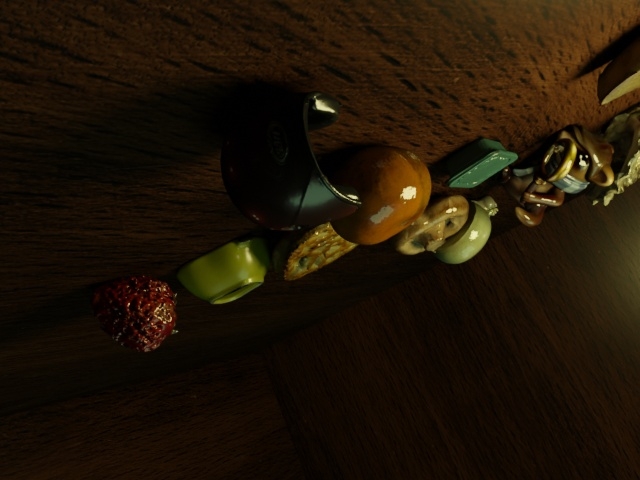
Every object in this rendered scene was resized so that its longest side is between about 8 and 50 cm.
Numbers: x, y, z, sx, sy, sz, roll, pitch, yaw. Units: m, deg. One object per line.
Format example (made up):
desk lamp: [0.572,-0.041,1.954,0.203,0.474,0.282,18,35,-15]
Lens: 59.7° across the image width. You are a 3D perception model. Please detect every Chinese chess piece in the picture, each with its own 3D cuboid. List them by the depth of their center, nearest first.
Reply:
Chinese chess piece: [0.474,-0.030,1.897,0.092,0.238,0.238,37,133,-21]

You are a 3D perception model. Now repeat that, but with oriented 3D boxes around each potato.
potato: [0.673,-0.379,1.129,0.243,0.098,0.138,-22,164,24]

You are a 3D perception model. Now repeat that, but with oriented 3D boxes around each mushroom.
mushroom: [0.342,-0.048,1.760,0.278,0.146,0.278,-20,159,-8]

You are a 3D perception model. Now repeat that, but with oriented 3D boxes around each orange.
orange: [0.114,-0.097,1.148,0.240,0.171,0.240,-28,165,-8]

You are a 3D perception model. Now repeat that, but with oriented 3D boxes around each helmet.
helmet: [-0.046,-0.110,0.806,0.193,0.189,0.216,-10,168,-11]

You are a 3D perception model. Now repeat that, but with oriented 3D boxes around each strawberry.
strawberry: [-0.427,0.157,1.285,0.201,0.187,0.184,29,132,-23]

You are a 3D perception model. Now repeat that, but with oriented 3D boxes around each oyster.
oyster: [0.909,-0.254,1.686,0.114,0.238,0.351,15,124,-13]

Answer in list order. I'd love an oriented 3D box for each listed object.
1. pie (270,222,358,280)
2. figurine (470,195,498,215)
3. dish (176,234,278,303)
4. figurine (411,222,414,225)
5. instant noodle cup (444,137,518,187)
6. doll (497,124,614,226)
pie: [0.000,0.000,1.438,0.315,0.092,0.315,-30,162,-11]
figurine: [0.557,-0.109,2.002,0.146,0.081,0.098,-20,-157,-10]
dish: [-0.227,0.089,1.443,0.262,0.108,0.221,-28,166,21]
figurine: [0.193,-0.097,1.378,0.125,0.125,0.138,-11,144,-40]
instant noodle cup: [0.404,-0.202,1.429,0.157,0.070,0.179,-34,162,34]
doll: [0.695,-0.207,1.677,0.340,0.209,0.318,-36,-166,48]
